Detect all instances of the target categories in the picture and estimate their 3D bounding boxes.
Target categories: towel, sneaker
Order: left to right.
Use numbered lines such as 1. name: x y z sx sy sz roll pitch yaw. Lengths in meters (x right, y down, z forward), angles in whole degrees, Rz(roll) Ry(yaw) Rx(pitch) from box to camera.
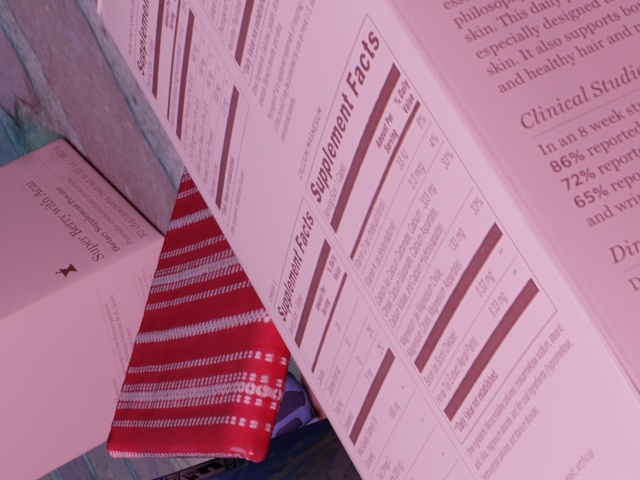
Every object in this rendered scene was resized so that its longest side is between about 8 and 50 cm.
1. towel: -0.026 -0.031 0.780 0.199 0.031 0.275 -19 54 67
2. sneaker: -0.016 0.146 1.174 0.059 0.053 0.144 43 160 41

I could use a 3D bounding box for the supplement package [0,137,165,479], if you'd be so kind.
1. supplement package: -0.275 0.082 1.342 0.177 0.293 0.175 41 150 40

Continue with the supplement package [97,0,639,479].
1. supplement package: 0.080 -0.054 0.509 0.262 0.199 0.198 59 159 19

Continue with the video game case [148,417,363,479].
1. video game case: 0.053 0.125 0.638 0.269 0.244 0.061 -123 16 -74
